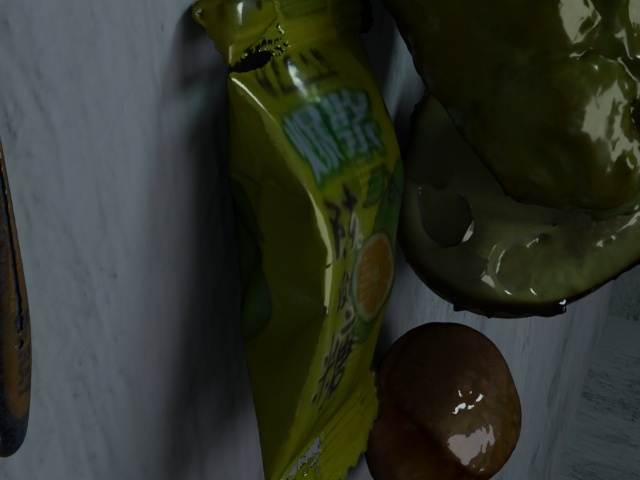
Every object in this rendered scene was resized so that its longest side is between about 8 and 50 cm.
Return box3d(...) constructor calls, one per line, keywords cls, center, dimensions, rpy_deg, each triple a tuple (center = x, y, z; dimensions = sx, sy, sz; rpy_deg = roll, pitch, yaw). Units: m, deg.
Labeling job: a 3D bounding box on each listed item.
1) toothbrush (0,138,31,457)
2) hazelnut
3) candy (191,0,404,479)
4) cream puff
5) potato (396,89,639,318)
box3d(cls="toothbrush", center=(-0.115, -0.057, 0.344), dimensions=(0.023, 0.031, 0.321), rpy_deg=(-48, 149, -55))
box3d(cls="hazelnut", center=(0.094, 0.149, 0.928), dimensions=(0.150, 0.150, 0.150), rpy_deg=(13, 90, -71))
box3d(cls="candy", center=(0.000, 0.000, 0.599), dimensions=(0.187, 0.081, 0.297), rpy_deg=(-37, 124, -61))
box3d(cls="cream puff", center=(0.158, -0.140, 0.677), dimensions=(0.282, 0.185, 0.282), rpy_deg=(51, 14, -19))
box3d(cls="potato", center=(0.180, -0.048, 0.895), dimensions=(0.285, 0.242, 0.242), rpy_deg=(-57, 157, -9))
